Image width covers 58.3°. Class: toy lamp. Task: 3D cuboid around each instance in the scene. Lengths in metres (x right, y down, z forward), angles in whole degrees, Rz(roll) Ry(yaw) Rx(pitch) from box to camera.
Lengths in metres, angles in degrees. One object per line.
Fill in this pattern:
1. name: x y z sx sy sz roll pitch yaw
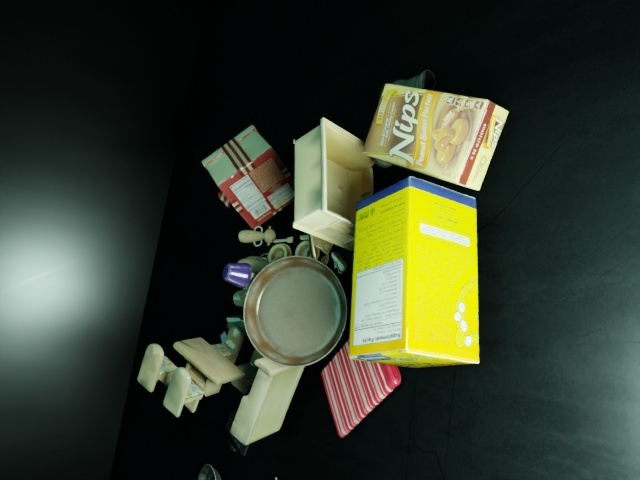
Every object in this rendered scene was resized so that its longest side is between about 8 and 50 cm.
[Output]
1. toy lamp: -0.159 0.120 1.729 0.080 0.275 0.080 -30 53 52

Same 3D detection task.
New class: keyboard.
1. keyboard: -0.296 0.671 1.971 0.192 0.038 0.100 27 101 61

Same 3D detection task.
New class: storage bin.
1. storage bin: 0.059 -0.131 1.483 0.123 0.261 0.262 -24 57 40

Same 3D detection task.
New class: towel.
1. towel: 0.096 0.343 1.445 0.274 0.031 0.198 -55 37 35

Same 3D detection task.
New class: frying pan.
1. frying pan: -0.419 0.951 2.047 0.326 0.053 0.197 -67 31 20

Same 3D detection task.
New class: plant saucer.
1. plant saucer: -0.068 0.199 1.623 0.311 0.050 0.310 -3 79 17

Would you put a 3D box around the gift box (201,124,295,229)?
1. gift box: -0.241 -0.208 2.002 0.255 0.276 0.258 -33 38 -5

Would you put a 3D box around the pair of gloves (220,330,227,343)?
1. pair of gloves: -0.345 0.386 2.193 0.198 0.023 0.159 -53 37 36

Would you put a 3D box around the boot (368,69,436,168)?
1. boot: 0.213 -0.314 1.481 0.161 0.084 0.246 3 81 54

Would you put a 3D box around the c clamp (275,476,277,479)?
1. c clamp: -0.152 0.791 1.691 0.160 0.022 0.137 -46 46 39

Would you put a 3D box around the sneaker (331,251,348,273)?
1. sneaker: 0.047 0.064 1.645 0.036 0.032 0.083 -64 31 20

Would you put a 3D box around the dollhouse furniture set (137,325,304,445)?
1. dollhouse furniture set: -0.273 0.383 1.754 0.394 0.362 0.256 31 108 31

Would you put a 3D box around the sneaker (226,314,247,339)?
1. sneaker: -0.273 0.318 2.064 0.192 0.064 0.086 -5 91 50

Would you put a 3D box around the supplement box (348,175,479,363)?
1. supplement box: 0.198 0.078 1.216 0.194 0.195 0.356 -23 58 55

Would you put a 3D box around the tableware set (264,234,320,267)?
1. tableware set: -0.091 0.043 1.808 0.194 0.039 0.128 -7 70 32

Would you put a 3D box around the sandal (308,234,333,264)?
1. sandal: 0.001 0.001 1.701 0.088 0.079 0.239 -137 31 -79

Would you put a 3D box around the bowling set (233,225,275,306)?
1. bowling set: -0.188 0.106 1.961 0.200 0.154 0.286 51 -141 -71

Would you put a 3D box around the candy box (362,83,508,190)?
1. candy box: 0.251 -0.245 1.318 0.317 0.088 0.182 28 102 48
